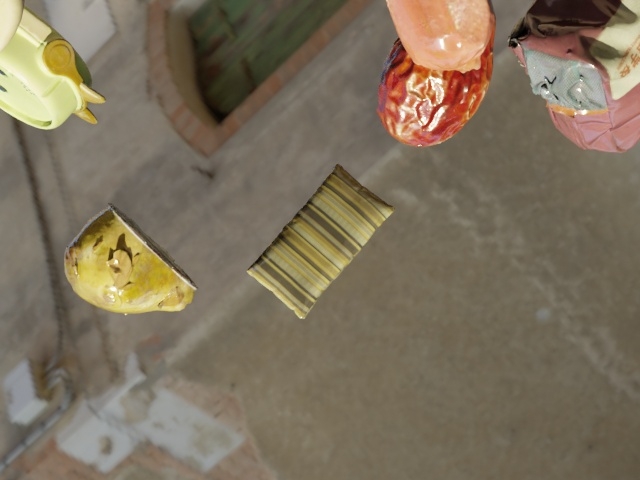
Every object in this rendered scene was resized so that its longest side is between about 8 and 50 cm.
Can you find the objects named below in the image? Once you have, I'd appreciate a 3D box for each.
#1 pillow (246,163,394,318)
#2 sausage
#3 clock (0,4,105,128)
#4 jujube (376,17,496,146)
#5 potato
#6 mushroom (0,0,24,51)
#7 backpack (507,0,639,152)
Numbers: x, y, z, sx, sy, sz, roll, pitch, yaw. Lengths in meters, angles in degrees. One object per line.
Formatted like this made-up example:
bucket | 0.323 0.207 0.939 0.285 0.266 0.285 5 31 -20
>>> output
pillow | 0.000 0.000 1.642 0.113 0.203 0.038 40 178 16
sausage | 0.156 -0.346 1.603 0.148 0.148 0.254 -81 -30 -65
clock | -0.560 -0.325 2.158 0.348 0.117 0.286 35 160 -7
jujube | 0.207 -0.308 2.102 0.197 0.290 0.197 20 -153 -11
potato | -0.429 0.071 2.549 0.246 0.196 0.299 45 179 43
mushroom | -0.559 -0.365 1.707 0.246 0.246 0.202 46 -141 -9
backpack | 0.403 -0.271 1.634 0.197 0.283 0.317 28 167 32
